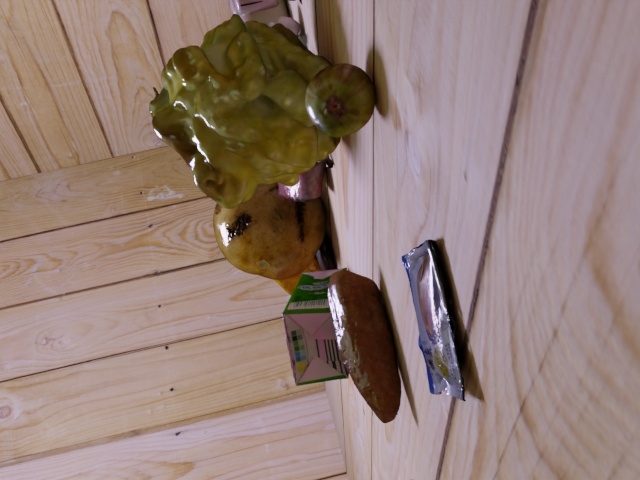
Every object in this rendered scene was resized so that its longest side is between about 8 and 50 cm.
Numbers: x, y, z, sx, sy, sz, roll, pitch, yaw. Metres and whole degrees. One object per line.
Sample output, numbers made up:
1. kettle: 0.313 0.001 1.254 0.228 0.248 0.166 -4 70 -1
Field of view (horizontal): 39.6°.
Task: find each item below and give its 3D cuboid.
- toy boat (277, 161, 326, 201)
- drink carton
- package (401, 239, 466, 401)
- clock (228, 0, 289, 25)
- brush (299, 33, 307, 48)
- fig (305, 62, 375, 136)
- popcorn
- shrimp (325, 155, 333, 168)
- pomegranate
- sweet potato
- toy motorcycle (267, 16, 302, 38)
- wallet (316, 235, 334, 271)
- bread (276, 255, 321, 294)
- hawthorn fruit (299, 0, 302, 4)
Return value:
1. toy boat: -0.050 -0.230 1.824 0.206 0.096 0.282 -142 47 -70
2. drink carton: 0.008 0.168 1.744 0.271 0.108 0.161 -63 -34 -74
3. package: 0.124 0.091 0.990 0.173 0.027 0.171 129 129 -79
4. clock: -0.121 -0.436 1.958 0.284 0.114 0.309 -142 39 -80
5. brush: -0.031 -0.362 1.668 0.013 0.016 0.083 63 172 15
6. fig: 0.019 -0.187 1.134 0.166 0.093 0.093 -112 10 -67
7. popcorn: -0.119 -0.223 1.455 0.312 0.312 0.312 167 90 -85
8. shrimp: 0.009 -0.174 1.660 0.114 0.023 0.083 -98 -7 -82
9. pomegranate: -0.115 -0.043 2.012 0.260 0.260 0.260 167 90 -85
10. sweet potato: 0.078 0.165 1.418 0.097 0.097 0.251 95 157 -74
11. toy motorcycle: -0.096 -0.342 1.773 0.254 0.112 0.112 117 147 -44
12. wallet: 0.000 0.000 2.150 0.255 0.031 0.137 -108 7 -49
13. bread: -0.103 0.032 2.410 0.268 0.146 0.268 47 179 1
14. hawthorn fruit: -0.050 -0.428 1.433 0.093 0.081 0.081 48 177 -5
